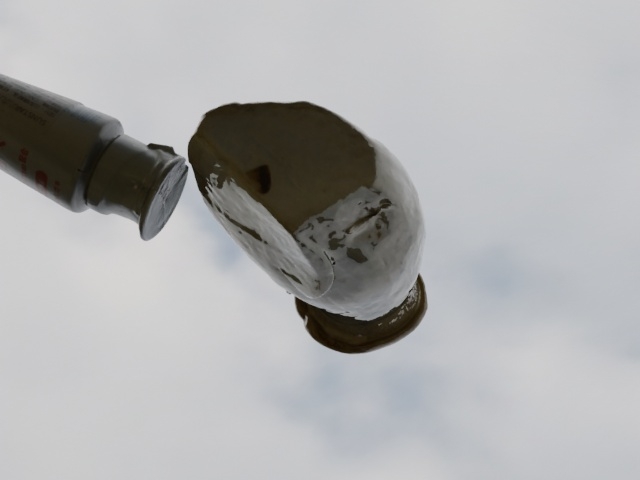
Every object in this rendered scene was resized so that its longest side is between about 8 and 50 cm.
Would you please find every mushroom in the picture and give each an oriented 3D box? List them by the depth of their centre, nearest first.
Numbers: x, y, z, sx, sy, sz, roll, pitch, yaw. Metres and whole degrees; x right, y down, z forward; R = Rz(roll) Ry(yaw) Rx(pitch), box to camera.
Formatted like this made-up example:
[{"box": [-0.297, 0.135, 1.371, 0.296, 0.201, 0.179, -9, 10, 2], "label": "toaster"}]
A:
[{"box": [0.008, -0.005, 1.116, 0.108, 0.247, 0.096, -22, -115, 8], "label": "mushroom"}]

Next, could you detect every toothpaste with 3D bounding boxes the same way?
[{"box": [-0.187, -0.072, 1.095, 0.234, 0.089, 0.057, 26, -107, 12], "label": "toothpaste"}]
